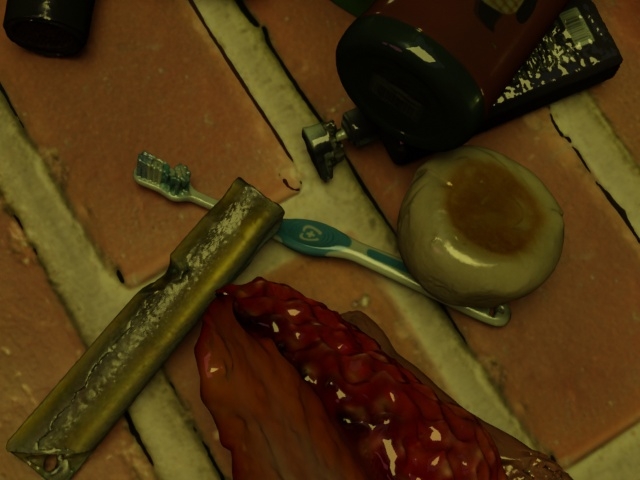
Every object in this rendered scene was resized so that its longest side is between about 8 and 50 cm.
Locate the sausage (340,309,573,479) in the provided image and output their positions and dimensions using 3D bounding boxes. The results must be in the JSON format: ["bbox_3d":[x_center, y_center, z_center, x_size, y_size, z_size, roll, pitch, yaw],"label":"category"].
[{"bbox_3d":[0.121,0.174,1.062,0.304,0.078,0.078,37,77,11],"label":"sausage"}]

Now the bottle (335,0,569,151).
[{"bbox_3d":[0.158,-0.245,1.083,0.144,0.144,0.336,33,68,9],"label":"bottle"}]

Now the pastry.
[{"bbox_3d":[0.145,-0.010,1.097,0.156,0.092,0.156,4,64,-8],"label":"pastry"}]

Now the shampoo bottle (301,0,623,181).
[{"bbox_3d":[0.129,-0.148,1.155,0.309,0.071,0.098,-22,76,-6],"label":"shampoo bottle"}]

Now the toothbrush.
[{"bbox_3d":[-0.001,0.003,1.136,0.386,0.040,0.040,23,75,3],"label":"toothbrush"}]

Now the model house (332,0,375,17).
[{"bbox_3d":[0.030,-0.457,1.140,0.340,0.300,0.323,35,71,9],"label":"model house"}]

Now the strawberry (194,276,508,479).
[{"bbox_3d":[0.033,0.169,0.990,0.149,0.265,0.336,-25,75,-33],"label":"strawberry"}]

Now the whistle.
[{"bbox_3d":[-0.154,0.082,1.079,0.068,0.057,0.326,41,87,-13],"label":"whistle"}]

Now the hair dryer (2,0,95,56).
[{"bbox_3d":[-0.180,-0.281,1.179,0.251,0.089,0.197,6,74,5],"label":"hair dryer"}]
